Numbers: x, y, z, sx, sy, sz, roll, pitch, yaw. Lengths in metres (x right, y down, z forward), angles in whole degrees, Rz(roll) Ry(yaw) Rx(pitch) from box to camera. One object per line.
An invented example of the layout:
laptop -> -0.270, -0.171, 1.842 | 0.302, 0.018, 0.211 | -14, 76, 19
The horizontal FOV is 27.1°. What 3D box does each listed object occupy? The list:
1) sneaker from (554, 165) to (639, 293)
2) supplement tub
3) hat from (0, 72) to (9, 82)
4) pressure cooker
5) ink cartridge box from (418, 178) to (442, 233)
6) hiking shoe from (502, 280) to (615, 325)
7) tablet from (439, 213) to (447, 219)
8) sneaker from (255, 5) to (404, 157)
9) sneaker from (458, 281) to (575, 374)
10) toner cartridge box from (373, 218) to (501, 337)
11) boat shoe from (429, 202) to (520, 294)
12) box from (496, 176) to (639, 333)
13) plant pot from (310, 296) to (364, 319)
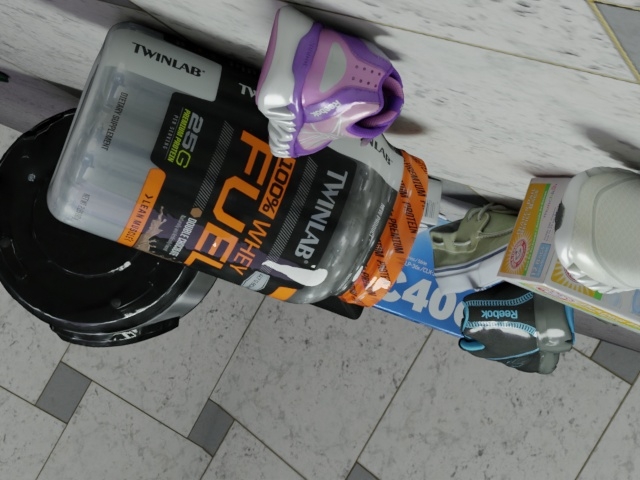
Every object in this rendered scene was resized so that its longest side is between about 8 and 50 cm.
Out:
sneaker -> 0.315, 0.003, 1.113 | 0.292, 0.110, 0.118 | 12, 174, -36
supplement tub -> -0.079, -0.064, 1.305 | 0.338, 0.207, 0.207 | 20, 177, -13
hat -> -0.649, -0.223, 2.209 | 0.209, 0.183, 0.173 | 20, 177, -9
pressure cooker -> -0.334, -0.021, 2.218 | 0.370, 0.375, 0.420 | 50, 179, 4
ink cartridge box -> 0.022, -0.033, 1.750 | 0.165, 0.065, 0.333 | 11, 168, -15
hiking shoe -> 0.364, 0.052, 1.879 | 0.227, 0.086, 0.114 | 17, 162, -12
tablet -> 0.145, -0.049, 1.972 | 0.083, 0.006, 0.054 | 24, 175, -43
sneaker -> 0.014, -0.111, 1.050 | 0.105, 0.095, 0.236 | 12, 175, 4
sneaker -> 0.250, 0.105, 1.747 | 0.140, 0.125, 0.341 | -2, 166, 5
toner cartridge box -> 0.143, 0.038, 2.057 | 0.348, 0.165, 0.075 | 19, 176, -5
boat shoe -> 0.208, 0.003, 1.648 | 0.109, 0.094, 0.302 | -23, 179, -23
box -> 0.297, 0.023, 1.326 | 0.203, 0.114, 0.103 | 22, 176, -17
plant pot -> 0.000, 0.000, 2.245 | 0.188, 0.187, 0.167 | 19, 165, 19
